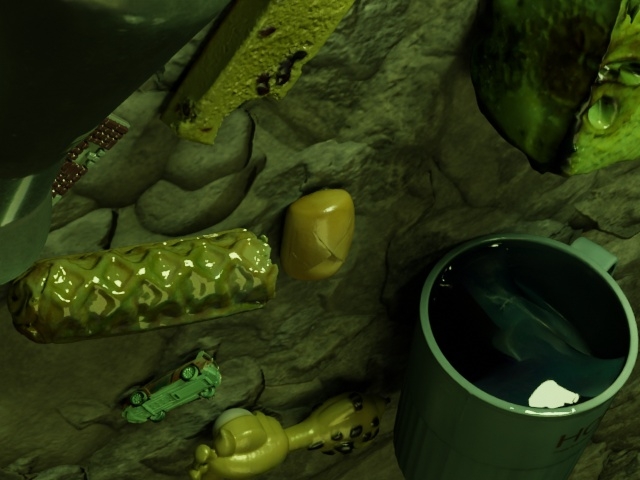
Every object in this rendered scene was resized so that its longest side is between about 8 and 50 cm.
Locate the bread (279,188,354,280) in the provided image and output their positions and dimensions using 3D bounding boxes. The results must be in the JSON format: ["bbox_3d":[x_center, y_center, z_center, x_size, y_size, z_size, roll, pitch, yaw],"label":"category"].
[{"bbox_3d":[0.000,0.000,1.297,0.082,0.056,0.115,-12,141,-26],"label":"bread"}]

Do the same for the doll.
[{"bbox_3d":[-0.039,0.251,1.556,0.291,0.086,0.117,-9,136,-31],"label":"doll"}]

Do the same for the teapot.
[{"bbox_3d":[-0.227,-0.135,0.787,0.300,0.253,0.344,-29,160,-50],"label":"teapot"}]

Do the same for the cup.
[{"bbox_3d":[0.233,0.161,1.552,0.257,0.331,0.311,10,140,1],"label":"cup"}]

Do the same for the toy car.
[{"bbox_3d":[-0.174,0.174,1.404,0.122,0.035,0.059,-25,146,6],"label":"toy car"}]

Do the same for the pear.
[{"bbox_3d":[0.300,-0.207,1.185,0.256,0.164,0.238,-12,131,-33],"label":"pear"}]

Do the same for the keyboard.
[{"bbox_3d":[-0.242,-0.056,1.081,0.166,0.017,0.055,-42,144,15],"label":"keyboard"}]

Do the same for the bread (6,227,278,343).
[{"bbox_3d":[-0.175,0.046,1.198,0.270,0.098,0.087,-9,97,-29],"label":"bread"}]

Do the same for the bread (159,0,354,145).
[{"bbox_3d":[-0.047,-0.172,1.055,0.088,0.049,0.226,8,130,-43],"label":"bread"}]
